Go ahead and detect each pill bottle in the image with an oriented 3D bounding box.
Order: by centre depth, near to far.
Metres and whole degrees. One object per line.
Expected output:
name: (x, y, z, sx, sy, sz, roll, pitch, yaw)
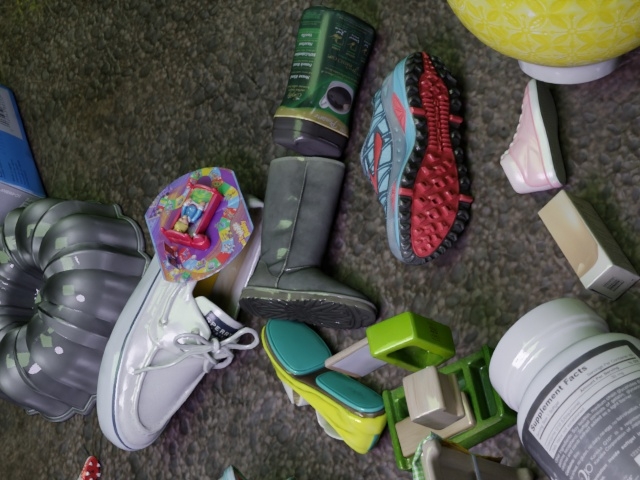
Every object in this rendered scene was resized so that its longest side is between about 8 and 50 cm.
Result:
pill bottle: (0.294, 0.191, 1.550, 0.162, 0.162, 0.278, -53, 47, 15)

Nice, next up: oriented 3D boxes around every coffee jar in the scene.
coffee jar: (0.002, -0.195, 1.999, 0.079, 0.096, 0.184, 8, 80, 47)

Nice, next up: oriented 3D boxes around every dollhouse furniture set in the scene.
dollhouse furniture set: (0.116, 0.254, 1.664, 0.151, 0.197, 0.302, -30, 56, 30)

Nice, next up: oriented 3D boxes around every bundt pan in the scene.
bundt pan: (-0.392, 0.086, 2.243, 0.331, 0.124, 0.331, -15, 66, 38)

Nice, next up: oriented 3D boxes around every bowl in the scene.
bowl: (0.269, -0.264, 1.717, 0.289, 0.289, 0.156, 32, 140, 44)

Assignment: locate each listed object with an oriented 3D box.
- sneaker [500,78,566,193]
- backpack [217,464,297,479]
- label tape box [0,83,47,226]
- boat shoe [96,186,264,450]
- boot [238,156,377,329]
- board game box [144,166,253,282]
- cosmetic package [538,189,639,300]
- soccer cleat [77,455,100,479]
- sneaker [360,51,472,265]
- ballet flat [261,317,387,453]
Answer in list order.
sneaker: (0.232, -0.115, 1.791, 0.070, 0.051, 0.134, -18, 68, 31)
backpack: (-0.061, 0.375, 1.771, 0.191, 0.225, 0.253, -37, 45, -1)
label tape box: (-0.600, -0.059, 2.492, 0.347, 0.115, 0.249, -42, 51, 22)
boat shoe: (-0.151, 0.107, 2.022, 0.156, 0.136, 0.367, 15, 76, 41)
boot: (0.001, -0.001, 1.953, 0.189, 0.076, 0.208, 10, 59, 16)
board game box: (-0.161, -0.029, 2.001, 0.133, 0.033, 0.169, -28, 53, 9)
cosmetic package: (0.286, 0.005, 1.694, 0.041, 0.060, 0.115, -45, 49, 22)
soccer cleat: (-0.323, 0.334, 2.156, 0.035, 0.029, 0.083, 3, 82, 39)
sneaker: (0.107, -0.085, 1.884, 0.125, 0.104, 0.262, -29, 51, 53)
ballet flat: (-0.002, 0.177, 1.893, 0.231, 0.077, 0.077, 39, 132, 44)
